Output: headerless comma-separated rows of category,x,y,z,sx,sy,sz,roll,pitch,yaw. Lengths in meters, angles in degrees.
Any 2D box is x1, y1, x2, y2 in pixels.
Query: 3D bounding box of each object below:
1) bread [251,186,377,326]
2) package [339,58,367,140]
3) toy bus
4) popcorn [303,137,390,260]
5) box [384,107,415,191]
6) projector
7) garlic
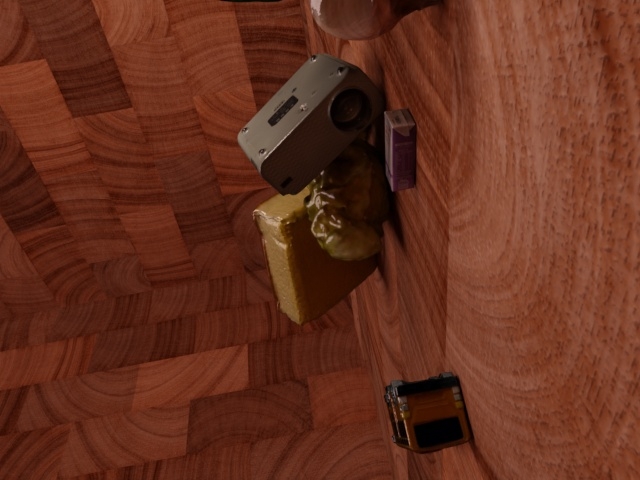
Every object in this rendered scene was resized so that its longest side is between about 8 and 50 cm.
bread,0.000,0.000,1.327,0.143,0.324,0.332,17,127,40
package,0.055,-0.277,1.158,0.226,0.090,0.168,97,159,-76
toy bus,0.163,0.276,0.816,0.201,0.098,0.114,87,173,-70
popcorn,0.050,-0.106,1.053,0.286,0.174,0.225,-98,3,-63
box,0.117,-0.132,0.762,0.117,0.036,0.050,82,177,-45
projector,-0.029,-0.222,0.963,0.108,0.250,0.198,43,-174,-33
garlic,0.057,-0.287,0.512,0.099,0.124,0.174,34,-107,-54
